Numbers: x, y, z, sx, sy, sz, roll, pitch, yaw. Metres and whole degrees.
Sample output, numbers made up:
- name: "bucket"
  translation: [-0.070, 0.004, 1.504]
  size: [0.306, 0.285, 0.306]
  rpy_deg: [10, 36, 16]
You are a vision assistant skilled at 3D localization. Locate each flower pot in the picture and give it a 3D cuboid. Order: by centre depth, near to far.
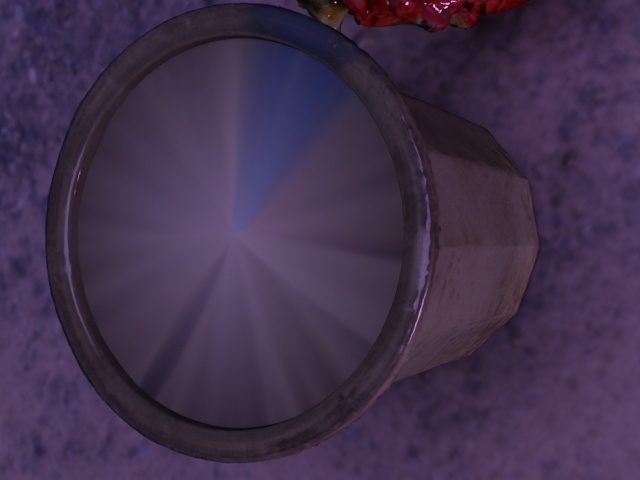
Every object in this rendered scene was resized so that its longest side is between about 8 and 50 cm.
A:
- name: "flower pot"
  translation: [0.000, 0.000, 0.827]
  size: [0.212, 0.202, 0.212]
  rpy_deg: [-1, 87, 27]

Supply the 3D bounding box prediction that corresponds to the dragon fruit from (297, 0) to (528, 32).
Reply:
- name: "dragon fruit"
  translation: [0.068, -0.221, 0.809]
  size: [0.193, 0.192, 0.274]
  rpy_deg: [23, 91, 6]
